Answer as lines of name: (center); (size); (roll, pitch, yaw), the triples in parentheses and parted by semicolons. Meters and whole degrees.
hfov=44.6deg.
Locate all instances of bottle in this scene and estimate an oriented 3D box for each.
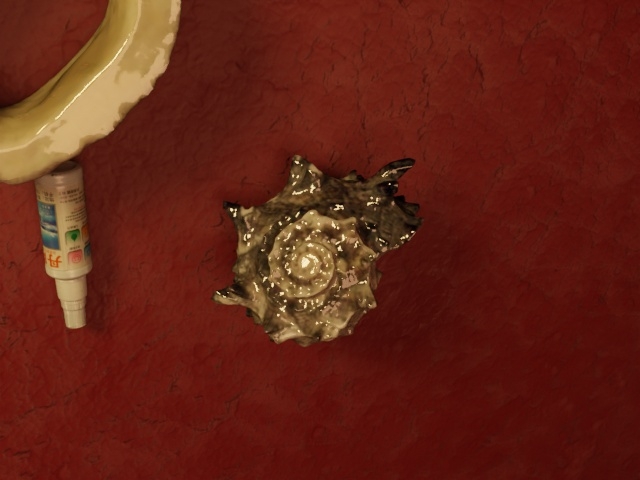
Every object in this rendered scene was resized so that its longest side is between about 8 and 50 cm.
bottle: (-0.314, 0.010, 0.970); (0.060, 0.060, 0.217); (-10, 116, -21)

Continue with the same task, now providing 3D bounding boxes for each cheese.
cheese: (-0.322, -0.235, 0.801); (0.292, 0.153, 0.332); (36, 93, -33)

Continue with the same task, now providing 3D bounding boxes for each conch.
conch: (0.008, 0.011, 1.023); (0.313, 0.241, 0.186); (-36, 138, -21)
